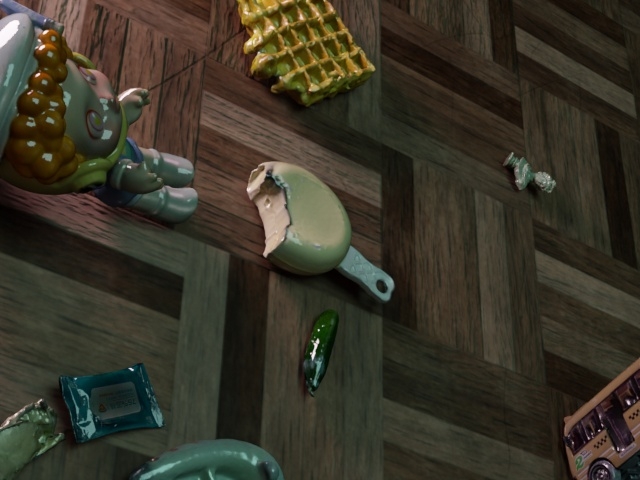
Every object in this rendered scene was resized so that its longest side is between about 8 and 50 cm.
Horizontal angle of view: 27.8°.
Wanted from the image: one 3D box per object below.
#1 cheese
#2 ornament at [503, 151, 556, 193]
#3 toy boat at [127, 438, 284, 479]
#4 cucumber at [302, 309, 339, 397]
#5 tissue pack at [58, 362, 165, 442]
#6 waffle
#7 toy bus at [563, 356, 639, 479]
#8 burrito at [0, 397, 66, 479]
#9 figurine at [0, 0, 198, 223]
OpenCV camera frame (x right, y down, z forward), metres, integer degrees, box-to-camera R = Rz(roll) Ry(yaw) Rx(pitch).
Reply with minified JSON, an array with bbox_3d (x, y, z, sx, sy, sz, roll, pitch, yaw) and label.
[{"bbox_3d":[0.007,-0.013,1.864,0.248,0.071,0.163,22,51,-29],"label":"cheese"},{"bbox_3d":[0.363,-0.117,2.274,0.092,0.041,0.068,13,48,-23],"label":"ornament"},{"bbox_3d":[-0.126,0.298,1.532,0.207,0.079,0.134,-3,62,-41],"label":"toy boat"},{"bbox_3d":[0.000,0.148,1.773,0.037,0.037,0.155,34,44,-19],"label":"cucumber"},{"bbox_3d":[-0.250,0.192,1.534,0.138,0.028,0.085,-4,68,-48],"label":"tissue pack"},{"bbox_3d":[-0.048,-0.318,2.037,0.219,0.057,0.229,-30,83,-48],"label":"waffle"},{"bbox_3d":[0.497,0.268,1.950,0.139,0.289,0.157,9,45,-35],"label":"toy bus"},{"bbox_3d":[-0.357,0.245,1.374,0.058,0.063,0.229,44,39,6],"label":"burrito"},{"bbox_3d":[-0.305,-0.105,1.596,0.382,0.205,0.225,43,35,-39],"label":"figurine"}]
